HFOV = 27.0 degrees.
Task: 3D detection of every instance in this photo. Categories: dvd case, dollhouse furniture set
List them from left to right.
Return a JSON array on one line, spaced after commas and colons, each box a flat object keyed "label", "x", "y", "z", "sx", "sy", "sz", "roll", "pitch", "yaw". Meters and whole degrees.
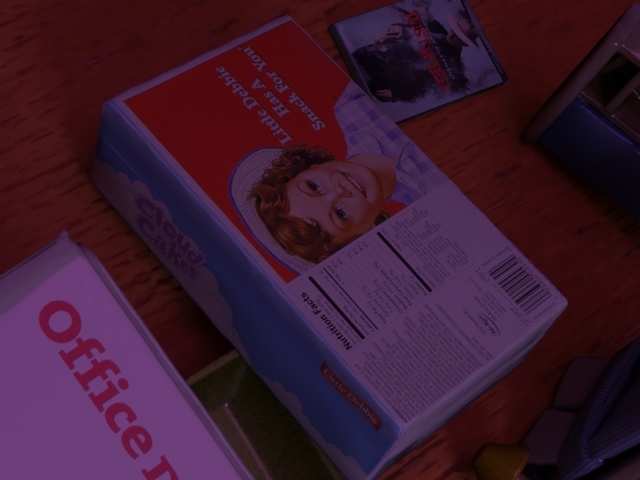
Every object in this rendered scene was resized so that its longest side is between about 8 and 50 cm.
[{"label": "dvd case", "x": 0.074, "y": -0.137, "z": 0.982, "sx": 0.119, "sy": 0.013, "sz": 0.087, "roll": -22, "pitch": 82, "yaw": -30}, {"label": "dollhouse furniture set", "x": 0.205, "y": 0.004, "z": 0.843, "sx": 0.198, "sy": 0.286, "sz": 0.303, "roll": 38, "pitch": 58, "yaw": 1}]

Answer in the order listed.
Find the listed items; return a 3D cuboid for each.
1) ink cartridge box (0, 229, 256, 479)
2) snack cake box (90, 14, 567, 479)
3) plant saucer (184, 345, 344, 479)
[{"label": "ink cartridge box", "x": -0.186, "y": 0.177, "z": 0.647, "sx": 0.307, "sy": 0.129, "sz": 0.223, "roll": -35, "pitch": 87, "yaw": -15}, {"label": "snack cake box", "x": 0.000, "y": 0.000, "z": 0.815, "sx": 0.152, "sy": 0.089, "sz": 0.264, "roll": -32, "pitch": 72, "yaw": -32}, {"label": "plant saucer", "x": -0.069, "y": 0.185, "z": 0.783, "sx": 0.188, "sy": 0.045, "sz": 0.188, "roll": -30, "pitch": 86, "yaw": -29}]
